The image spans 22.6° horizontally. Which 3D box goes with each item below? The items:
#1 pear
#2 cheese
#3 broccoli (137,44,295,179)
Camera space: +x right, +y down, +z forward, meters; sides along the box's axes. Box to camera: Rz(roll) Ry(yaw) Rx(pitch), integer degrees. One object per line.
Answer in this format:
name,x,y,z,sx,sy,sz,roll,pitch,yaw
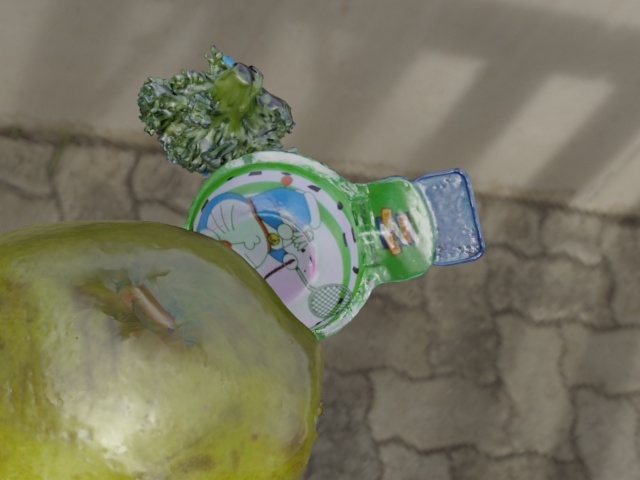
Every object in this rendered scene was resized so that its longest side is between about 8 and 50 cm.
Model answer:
pear,-0.155,0.109,1.200,0.321,0.269,0.269,15,53,10
cheese,0.000,0.000,1.578,0.083,0.320,0.204,-45,123,-68
broccoli,-0.108,-0.145,1.745,0.167,0.160,0.154,38,47,-8
